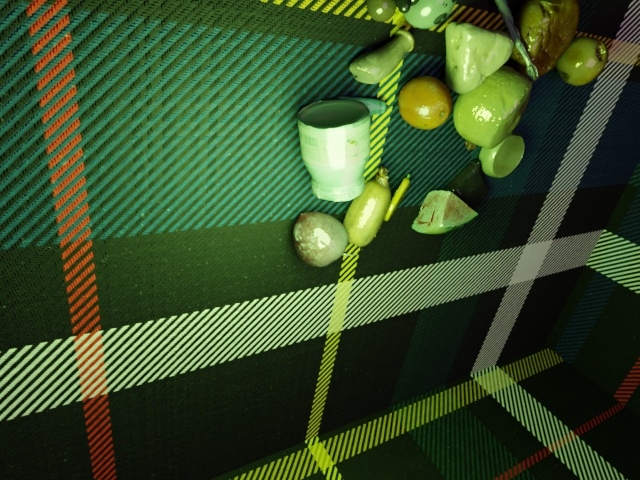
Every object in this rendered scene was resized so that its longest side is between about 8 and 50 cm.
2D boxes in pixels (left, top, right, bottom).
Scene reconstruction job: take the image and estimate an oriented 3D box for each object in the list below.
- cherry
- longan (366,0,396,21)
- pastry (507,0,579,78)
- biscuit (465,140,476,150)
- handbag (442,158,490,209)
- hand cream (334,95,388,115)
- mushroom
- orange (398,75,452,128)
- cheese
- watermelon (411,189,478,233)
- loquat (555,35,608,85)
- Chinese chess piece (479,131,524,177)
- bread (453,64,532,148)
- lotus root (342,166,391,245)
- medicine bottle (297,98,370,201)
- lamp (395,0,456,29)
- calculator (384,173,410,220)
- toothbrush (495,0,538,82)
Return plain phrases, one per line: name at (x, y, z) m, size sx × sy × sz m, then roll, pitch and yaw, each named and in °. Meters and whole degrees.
cherry at (0.000, 0.000, 1.698) m, size 0.213 × 0.183 × 0.266 m, roll -38°, pitch 109°, yaw 8°
longan at (0.197, -0.763, 1.398) m, size 0.113 × 0.092 × 0.113 m, roll -4°, pitch 99°, yaw -28°
pastry at (0.907, -0.839, 1.785) m, size 0.356 × 0.164 × 0.356 m, roll -18°, pitch 126°, yaw -27°
biscuit at (0.701, -0.455, 1.994) m, size 0.082 × 0.016 × 0.092 m, roll 17°, pitch 110°, yaw -40°
handbag at (0.717, -0.239, 2.102) m, size 0.223 × 0.080 × 0.247 m, roll -44°, pitch 134°, yaw -2°
hand cream at (0.148, -0.482, 1.587) m, size 0.224 × 0.048 × 0.083 m, roll -8°, pitch 123°, yaw -23°
mushroom at (0.216, -0.621, 1.502) m, size 0.247 × 0.108 × 0.096 m, roll -37°, pitch 173°, yaw -6°
orange at (0.390, -0.509, 1.622) m, size 0.206 × 0.206 × 0.206 m, roll -17°, pitch 127°, yaw -24°
cheese at (0.593, -0.696, 1.653) m, size 0.247 × 0.174 × 0.251 m, roll -12°, pitch 124°, yaw -17°
watermelon at (0.574, -0.137, 2.001) m, size 0.261 × 0.213 × 0.201 m, roll -13°, pitch 99°, yaw -16°
loquat at (1.165, -0.805, 1.960) m, size 0.213 × 0.213 × 0.213 m, roll -17°, pitch 127°, yaw -24°
Chinese chess piece at (0.864, -0.416, 2.079) m, size 0.237 × 0.092 × 0.238 m, roll -17°, pitch 127°, yaw -24°
bread at (0.702, -0.550, 1.789) m, size 0.320 × 0.237 × 0.320 m, roll -36°, pitch 155°, yaw -19°
lotus root at (0.199, -0.131, 1.756) m, size 0.151 × 0.169 × 0.343 m, roll 28°, pitch 106°, yaw 4°
medicine bottle at (0.053, -0.305, 1.500) m, size 0.245 × 0.245 × 0.290 m, roll -24°, pitch 132°, yaw -20°
lamp at (0.334, -0.792, 1.396) m, size 0.244 × 0.197 × 0.198 m, roll -14°, pitch 128°, yaw -49°
calculator at (0.329, -0.184, 1.843) m, size 0.235 × 0.032 × 0.146 m, roll -58°, pitch 169°, yaw -17°
toothbrush at (0.740, -0.796, 1.666) m, size 0.413 × 0.035 × 0.042 m, roll 58°, pitch 44°, yaw -12°
